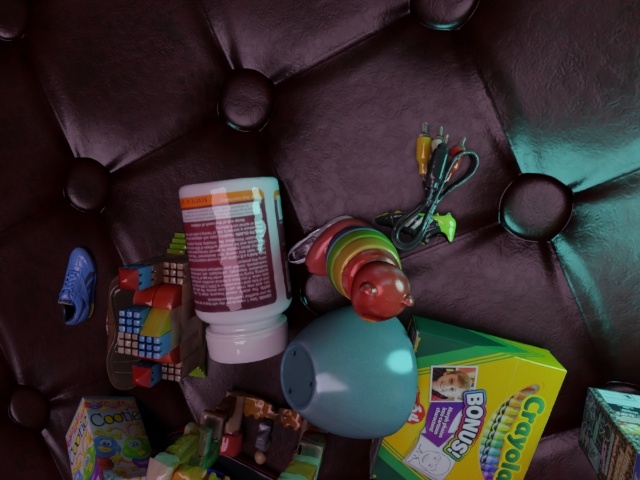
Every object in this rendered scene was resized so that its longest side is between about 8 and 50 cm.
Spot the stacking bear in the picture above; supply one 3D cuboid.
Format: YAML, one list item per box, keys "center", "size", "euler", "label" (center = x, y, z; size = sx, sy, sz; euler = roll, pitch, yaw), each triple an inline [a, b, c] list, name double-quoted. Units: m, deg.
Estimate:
- center: [0.092, 0.066, 0.963]
  size: [0.176, 0.289, 0.164]
  euler: [23, 102, -17]
  label: "stacking bear"

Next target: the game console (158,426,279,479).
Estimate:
- center: [-0.318, 0.725, 1.287]
  size: [0.342, 0.060, 0.386]
  euler: [27, 103, 8]
  label: "game console"

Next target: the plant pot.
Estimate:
- center: [0.031, 0.278, 1.002]
  size: [0.290, 0.196, 0.290]
  euler: [-10, 77, 53]
  label: "plant pot"

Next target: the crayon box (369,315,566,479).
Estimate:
- center: [0.305, 0.381, 1.035]
  size: [0.313, 0.106, 0.362]
  euler: [15, 103, 2]
  label: "crayon box"

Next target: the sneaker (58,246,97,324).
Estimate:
- center: [-0.656, 0.124, 1.270]
  size: [0.069, 0.082, 0.209]
  euler: [7, 98, 14]
  label: "sneaker"

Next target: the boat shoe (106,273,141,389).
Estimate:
- center: [-0.502, 0.234, 1.243]
  size: [0.111, 0.104, 0.307]
  euler: [2, 105, -27]
  label: "boat shoe"

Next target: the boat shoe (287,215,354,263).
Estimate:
- center: [0.000, 0.000, 1.113]
  size: [0.184, 0.063, 0.066]
  euler: [-24, 92, 15]
  label: "boat shoe"

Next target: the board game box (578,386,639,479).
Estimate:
- center: [0.669, 0.424, 0.904]
  size: [0.232, 0.291, 0.141]
  euler: [6, 99, 12]
  label: "board game box"

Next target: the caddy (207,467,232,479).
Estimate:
- center: [-0.312, 0.743, 1.181]
  size: [0.242, 0.179, 0.341]
  euler: [-6, 99, -14]
  label: "caddy"

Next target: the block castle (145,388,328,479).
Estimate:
- center: [-0.163, 0.518, 1.027]
  size: [0.303, 0.453, 0.212]
  euler: [12, 93, 10]
  label: "block castle"

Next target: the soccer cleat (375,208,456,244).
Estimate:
- center: [0.211, -0.029, 1.061]
  size: [0.179, 0.060, 0.072]
  euler: [4, 81, 9]
  label: "soccer cleat"

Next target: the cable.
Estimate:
- center: [0.244, -0.107, 1.029]
  size: [0.140, 0.072, 0.287]
  euler: [18, 93, -4]
  label: "cable"

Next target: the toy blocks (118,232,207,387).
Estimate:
- center: [-0.367, 0.188, 1.120]
  size: [0.191, 0.261, 0.381]
  euler: [5, 99, 12]
  label: "toy blocks"

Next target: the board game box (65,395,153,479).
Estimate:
- center: [-0.529, 0.541, 1.192]
  size: [0.275, 0.142, 0.144]
  euler: [41, 108, 47]
  label: "board game box"

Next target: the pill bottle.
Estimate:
- center: [-0.185, 0.060, 1.082]
  size: [0.224, 0.224, 0.391]
  euler: [-5, 96, 13]
  label: "pill bottle"
